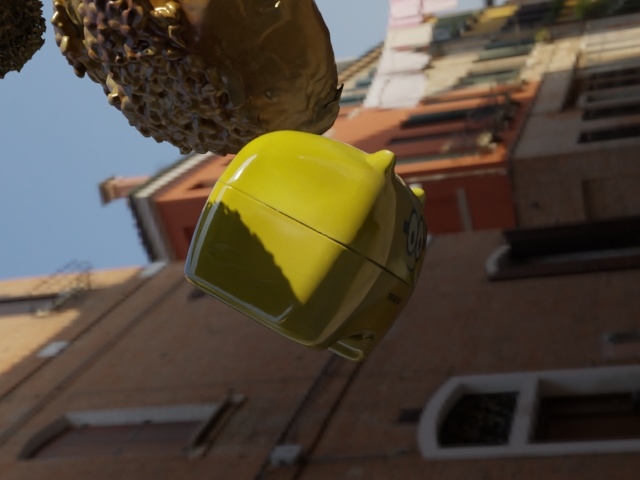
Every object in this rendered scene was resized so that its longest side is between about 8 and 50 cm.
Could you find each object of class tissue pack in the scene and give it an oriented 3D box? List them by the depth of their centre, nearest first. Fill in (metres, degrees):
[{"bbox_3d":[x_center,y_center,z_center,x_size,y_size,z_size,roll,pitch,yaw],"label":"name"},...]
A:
[{"bbox_3d":[0.000,0.000,0.732,0.127,0.123,0.178,-64,-17,-3],"label":"tissue pack"}]

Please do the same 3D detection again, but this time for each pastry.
[{"bbox_3d":[-0.132,-0.190,1.067,0.184,0.316,0.284,-41,-31,-15],"label":"pastry"}]

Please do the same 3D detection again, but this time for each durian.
[{"bbox_3d":[-0.190,-0.127,0.618,0.091,0.080,0.080,89,-172,-49],"label":"durian"}]
